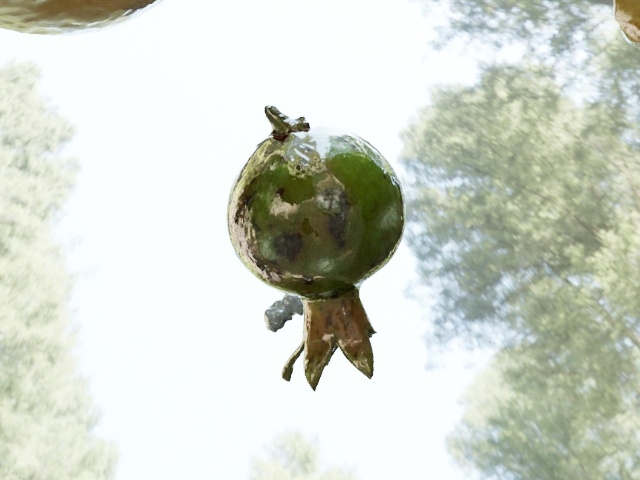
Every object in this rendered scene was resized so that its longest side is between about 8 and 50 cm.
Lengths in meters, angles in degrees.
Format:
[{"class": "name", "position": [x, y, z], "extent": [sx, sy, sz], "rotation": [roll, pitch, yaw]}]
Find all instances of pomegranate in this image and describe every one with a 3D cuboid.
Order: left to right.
[{"class": "pomegranate", "position": [-0.010, 0.009, 0.878], "extent": [0.156, 0.156, 0.220], "rotation": [10, -82, -10]}]

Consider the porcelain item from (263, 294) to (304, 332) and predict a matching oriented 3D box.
[{"class": "porcelain item", "position": [-0.023, 0.065, 1.099], "extent": [0.083, 0.036, 0.028], "rotation": [-36, -107, 11]}]

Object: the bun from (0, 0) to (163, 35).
[{"class": "bun", "position": [-0.111, -0.248, 0.546], "extent": [0.165, 0.299, 0.299], "rotation": [13, -72, 29]}]

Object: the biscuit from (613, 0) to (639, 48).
[{"class": "biscuit", "position": [0.509, -0.091, 0.798], "extent": [0.429, 0.446, 0.104], "rotation": [9, -79, -42]}]
